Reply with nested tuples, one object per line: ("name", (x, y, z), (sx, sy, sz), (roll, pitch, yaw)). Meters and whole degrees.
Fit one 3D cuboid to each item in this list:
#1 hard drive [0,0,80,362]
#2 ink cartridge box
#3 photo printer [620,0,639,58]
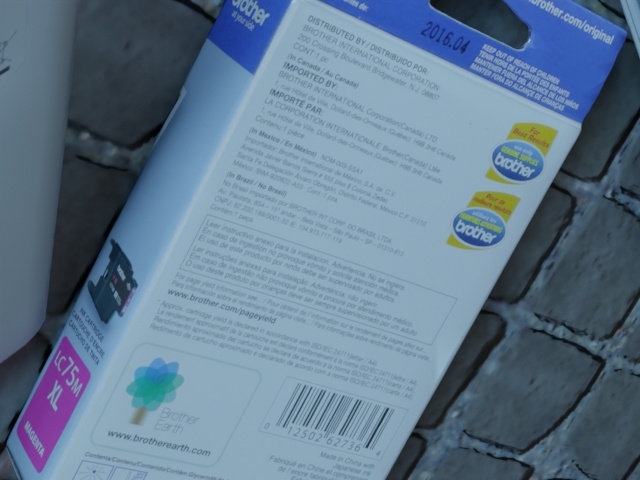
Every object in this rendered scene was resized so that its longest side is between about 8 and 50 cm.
("hard drive", (-0.171, 0.002, 0.461), (0.210, 0.040, 0.318), (-38, 165, -29))
("ink cartridge box", (0.000, 0.000, 0.686), (0.186, 0.065, 0.311), (19, 108, -36))
("photo printer", (0.268, -0.134, 0.717), (0.256, 0.107, 0.307), (-46, 131, -18))
